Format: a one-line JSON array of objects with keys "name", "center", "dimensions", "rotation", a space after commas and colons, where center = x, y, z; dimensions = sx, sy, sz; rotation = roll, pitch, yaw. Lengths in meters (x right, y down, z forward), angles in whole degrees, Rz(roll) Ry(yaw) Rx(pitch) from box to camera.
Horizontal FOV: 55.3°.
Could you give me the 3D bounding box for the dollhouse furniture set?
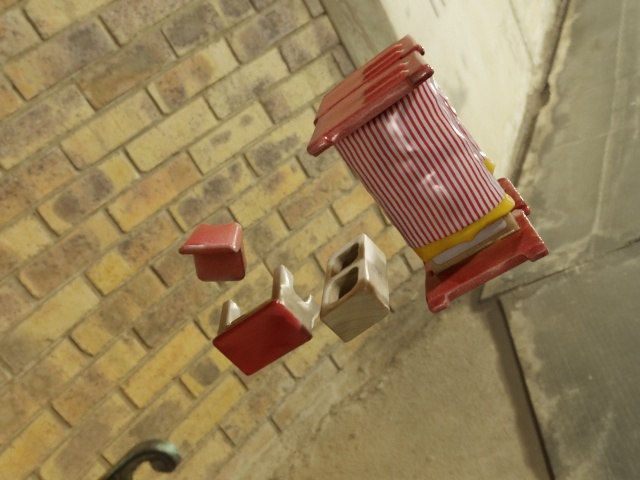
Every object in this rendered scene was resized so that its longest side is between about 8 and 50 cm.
[{"name": "dollhouse furniture set", "center": [0.000, 0.000, 0.607], "dimensions": [0.374, 0.201, 0.152], "rotation": [-34, 21, 21]}]
